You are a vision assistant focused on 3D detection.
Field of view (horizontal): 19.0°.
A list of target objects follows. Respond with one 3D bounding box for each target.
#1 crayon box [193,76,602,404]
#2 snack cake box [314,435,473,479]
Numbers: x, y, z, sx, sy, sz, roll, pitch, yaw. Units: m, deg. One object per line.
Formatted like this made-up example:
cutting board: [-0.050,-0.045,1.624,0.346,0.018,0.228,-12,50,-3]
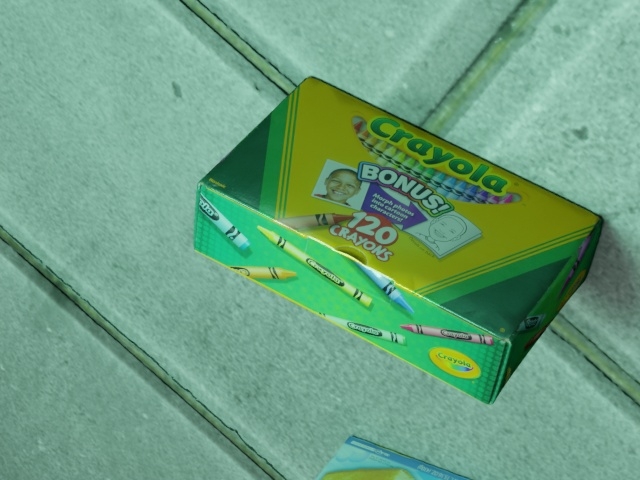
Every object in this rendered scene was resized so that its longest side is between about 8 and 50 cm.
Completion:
crayon box: [0.060,-0.005,1.515,0.278,0.165,0.081,27,137,17]
snack cake box: [0.103,0.296,1.750,0.264,0.152,0.089,18,133,26]
